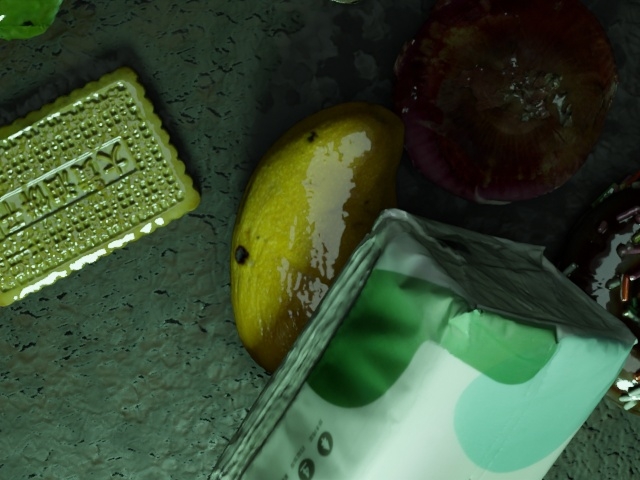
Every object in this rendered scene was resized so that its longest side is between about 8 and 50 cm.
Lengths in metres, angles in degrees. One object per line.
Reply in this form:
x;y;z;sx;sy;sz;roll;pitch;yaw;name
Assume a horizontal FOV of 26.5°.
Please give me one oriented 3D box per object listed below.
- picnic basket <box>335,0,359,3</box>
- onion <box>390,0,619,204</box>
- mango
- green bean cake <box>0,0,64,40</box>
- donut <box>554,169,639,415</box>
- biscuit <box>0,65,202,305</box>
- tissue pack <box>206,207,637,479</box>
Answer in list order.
0.027;-0.268;1.349;0.072;0.083;0.072;0;97;-1;picnic basket
0.180;-0.142;1.332;0.230;0.163;0.230;1;105;5;onion
0.001;0.001;1.374;0.177;0.120;0.295;13;97;6;mango
-0.398;-0.346;1.249;0.319;0.218;0.335;-4;114;-2;green bean cake
0.362;0.060;1.375;0.269;0.103;0.270;0;91;9;donut
-0.270;-0.055;1.407;0.254;0.029;0.172;-27;98;4;biscuit
0.092;0.168;1.288;0.266;0.194;0.356;14;115;-43;tissue pack
